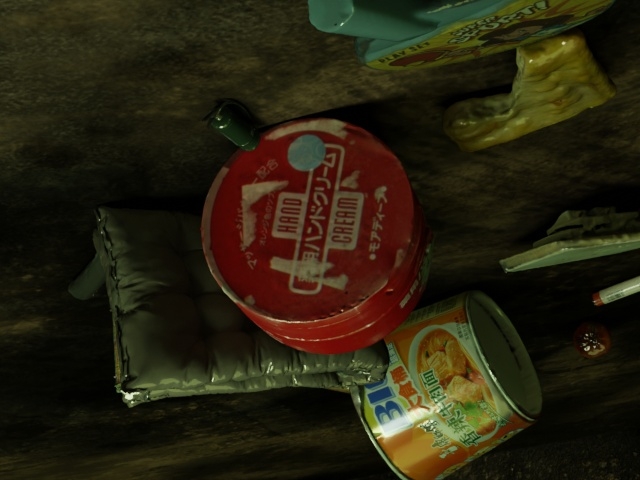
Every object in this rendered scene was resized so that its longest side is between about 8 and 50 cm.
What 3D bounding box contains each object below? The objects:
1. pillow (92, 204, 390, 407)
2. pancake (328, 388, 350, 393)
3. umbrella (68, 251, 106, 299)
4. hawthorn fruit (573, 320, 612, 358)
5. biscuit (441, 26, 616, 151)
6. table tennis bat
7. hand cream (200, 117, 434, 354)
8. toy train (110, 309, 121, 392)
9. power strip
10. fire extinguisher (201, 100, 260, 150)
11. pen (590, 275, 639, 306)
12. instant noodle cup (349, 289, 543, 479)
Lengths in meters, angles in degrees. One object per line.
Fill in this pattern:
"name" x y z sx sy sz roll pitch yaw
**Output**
"pillow" -0.090 0.064 1.334 0.326 0.228 0.101 -3 152 -24
"pancake" 0.019 0.235 1.994 0.250 0.031 0.250 10 168 2
"umbrella" -0.272 0.038 1.439 0.036 0.031 0.133 -29 173 -39
"hawthorn fruit" 0.498 0.181 2.140 0.077 0.077 0.077 -10 159 -4
"biscuit" 0.198 -0.146 1.175 0.183 0.039 0.174 -21 162 23
"table tennis bat" 0.111 -0.181 0.947 0.215 0.044 0.329 -15 176 40
"hand cream" 0.000 0.000 1.210 0.230 0.230 0.149 -13 158 6
"toy train" -0.160 0.132 1.605 0.261 0.134 0.177 4 163 -31
"power strip" 0.364 -0.011 1.581 0.198 0.064 0.213 -6 172 -17
"fire extinguisher" -0.086 -0.115 1.147 0.038 0.025 0.083 -53 151 2
"pen" 0.545 0.062 1.915 0.218 0.026 0.026 -25 155 32
"instant noodle cup" 0.204 0.221 1.839 0.214 0.296 0.296 -30 153 21
